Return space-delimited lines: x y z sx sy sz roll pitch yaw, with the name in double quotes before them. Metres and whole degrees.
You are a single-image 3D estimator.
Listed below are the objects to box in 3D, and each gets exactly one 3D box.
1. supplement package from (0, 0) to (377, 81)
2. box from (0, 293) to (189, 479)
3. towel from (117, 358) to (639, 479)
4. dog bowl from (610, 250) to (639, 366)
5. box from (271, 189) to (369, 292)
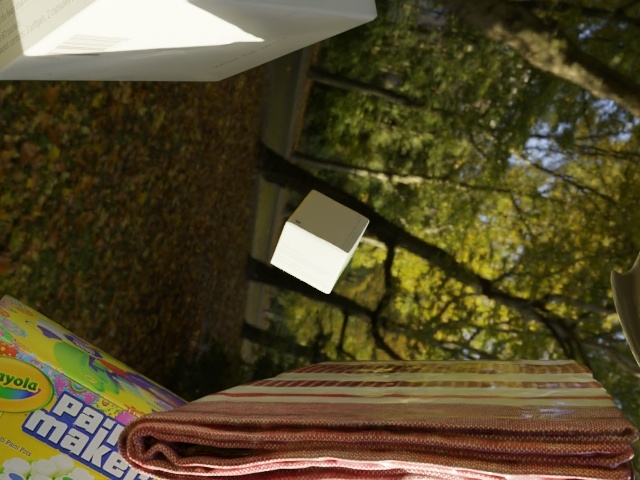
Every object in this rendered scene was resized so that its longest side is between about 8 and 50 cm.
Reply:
"supplement package" -0.114 -0.258 0.481 0.199 0.198 0.263 -5 -86 47
"box" -0.204 0.241 0.550 0.279 0.290 0.177 -56 -164 -8
"towel" 0.060 0.107 0.466 0.329 0.237 0.037 14 74 -73
"dog bowl" 0.345 0.026 0.383 0.102 0.348 0.349 56 39 -45
"box" 0.000 0.000 1.049 0.101 0.102 0.087 -54 170 -51
